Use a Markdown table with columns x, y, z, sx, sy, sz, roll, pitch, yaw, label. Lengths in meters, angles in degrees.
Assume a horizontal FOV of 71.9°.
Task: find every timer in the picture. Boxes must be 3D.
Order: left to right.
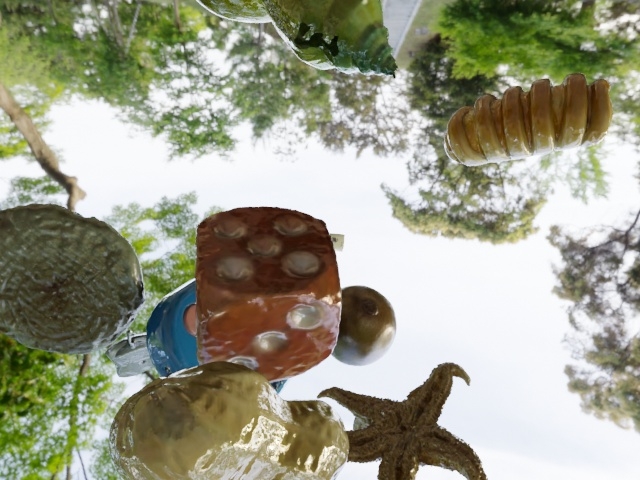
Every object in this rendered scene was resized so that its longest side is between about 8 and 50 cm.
| x | y | z | sx | sy | sz | roll | pitch | yaw | label |
| --- | --- | --- | --- | --- | --- | --- | --- | --- | --- |
| -0.189 | 0.212 | 0.920 | 0.115 | 0.308 | 0.340 | -23 | -171 | 30 | timer |

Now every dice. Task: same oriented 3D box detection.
| x | y | z | sx | sy | sz | roll | pitch | yaw | label |
| --- | --- | --- | --- | --- | --- | --- | --- | --- | --- |
| -0.073 | 0.069 | 0.580 | 0.179 | 0.173 | 0.175 | -3 | -142 | -16 | dice |

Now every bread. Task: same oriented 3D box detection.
| x | y | z | sx | sy | sz | roll | pitch | yaw | label |
| --- | --- | --- | --- | --- | --- | --- | --- | --- | --- |
| 0.119 | 0.431 | 1.057 | 0.070 | 0.083 | 0.077 | -19 | -137 | -41 | bread |
| 0.398 | -0.240 | 0.881 | 0.311 | 0.121 | 0.172 | -7 | -140 | 32 | bread |

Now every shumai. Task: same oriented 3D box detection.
| x | y | z | sx | sy | sz | roll | pitch | yaw | label |
| --- | --- | --- | --- | --- | --- | --- | --- | --- | --- |
| -0.494 | 0.054 | 0.904 | 0.304 | 0.309 | 0.263 | -27 | -167 | -2 | shumai |

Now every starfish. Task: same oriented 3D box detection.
| x | y | z | sx | sy | sz | roll | pitch | yaw | label |
| --- | --- | --- | --- | --- | --- | --- | --- | --- | --- |
| 0.108 | 0.308 | 0.669 | 0.303 | 0.060 | 0.299 | -2 | -142 | 30 | starfish |

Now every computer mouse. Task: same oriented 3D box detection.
| x | y | z | sx | sy | sz | roll | pitch | yaw | label |
| --- | --- | --- | --- | --- | --- | --- | --- | --- | --- |
| -0.554 | 0.318 | 1.333 | 0.167 | 0.379 | 0.090 | -17 | -115 | -23 | computer mouse |

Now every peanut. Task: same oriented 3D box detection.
| x | y | z | sx | sy | sz | roll | pitch | yaw | label |
| --- | --- | --- | --- | --- | --- | --- | --- | --- | --- |
| -0.075 | 0.207 | 0.461 | 0.130 | 0.290 | 0.130 | -24 | -133 | 29 | peanut |

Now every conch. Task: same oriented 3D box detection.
| x | y | z | sx | sy | sz | roll | pitch | yaw | label |
| --- | --- | --- | --- | --- | --- | --- | --- | --- | --- |
| 0.001 | -0.215 | 0.400 | 0.200 | 0.095 | 0.079 | 52 | -154 | 0 | conch |

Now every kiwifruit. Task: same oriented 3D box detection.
| x | y | z | sx | sy | sz | roll | pitch | yaw | label |
| --- | --- | --- | --- | --- | --- | --- | --- | --- | --- |
| 0.094 | 0.211 | 1.099 | 0.196 | 0.234 | 0.195 | 5 | -118 | -10 | kiwifruit |

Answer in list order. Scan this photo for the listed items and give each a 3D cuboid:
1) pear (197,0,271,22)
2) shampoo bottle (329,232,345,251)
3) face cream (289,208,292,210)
| x | y | z | sx | sy | sz | roll | pitch | yaw | label |
| --- | --- | --- | --- | --- | --- | --- | --- | --- | --- |
| -0.132 | -0.578 | 0.888 | 0.307 | 0.252 | 0.253 | -16 | -144 | -14 | pear |
| 0.000 | 0.000 | 1.186 | 0.141 | 0.048 | 0.034 | 7 | -165 | -26 | shampoo bottle |
| -0.135 | 0.054 | 1.146 | 0.096 | 0.273 | 0.154 | 27 | -165 | -19 | face cream |
